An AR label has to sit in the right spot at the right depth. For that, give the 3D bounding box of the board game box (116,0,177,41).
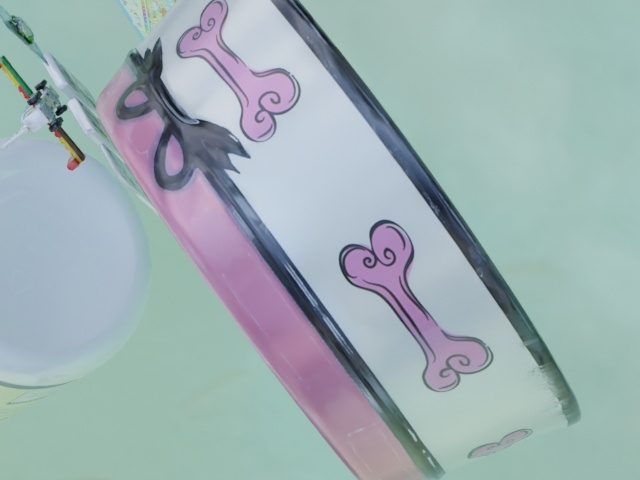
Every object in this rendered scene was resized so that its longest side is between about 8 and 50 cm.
[{"bbox_3d":[-0.153,-0.244,1.831,0.103,0.154,0.026,-2,57,21],"label":"board game box"}]

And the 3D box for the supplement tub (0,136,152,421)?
[{"bbox_3d":[-0.328,0.054,1.669,0.325,0.235,0.235,-30,60,56],"label":"supplement tub"}]

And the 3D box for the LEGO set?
[{"bbox_3d":[-0.246,-0.121,1.504,0.060,0.244,0.182,-37,57,4],"label":"LEGO set"}]

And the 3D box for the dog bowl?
[{"bbox_3d":[0.000,0.000,1.182,0.150,0.408,0.408,-35,61,0],"label":"dog bowl"}]
